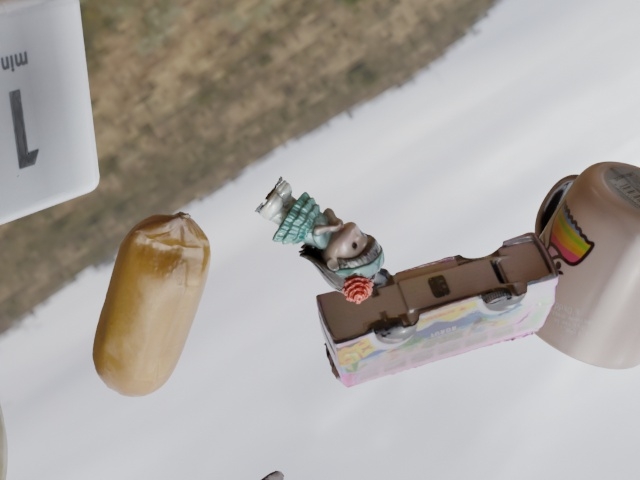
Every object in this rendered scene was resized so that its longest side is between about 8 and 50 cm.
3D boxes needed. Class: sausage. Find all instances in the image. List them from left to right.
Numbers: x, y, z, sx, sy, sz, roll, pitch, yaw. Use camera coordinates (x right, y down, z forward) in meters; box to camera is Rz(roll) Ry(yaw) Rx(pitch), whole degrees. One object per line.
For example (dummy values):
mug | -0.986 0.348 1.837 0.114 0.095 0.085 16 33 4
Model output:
sausage | -0.195 0.060 1.820 0.112 0.112 0.328 -38 160 -42

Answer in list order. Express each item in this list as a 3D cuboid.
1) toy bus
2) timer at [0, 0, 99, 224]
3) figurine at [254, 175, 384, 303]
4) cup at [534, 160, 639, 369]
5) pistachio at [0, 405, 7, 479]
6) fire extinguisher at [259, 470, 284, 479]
toy bus | 0.136 0.079 1.792 0.274 0.112 0.090 -15 -133 -7
timer | -0.336 -0.125 1.402 0.192 0.195 0.194 9 -157 36
figurine | 0.000 0.000 1.154 0.047 0.106 0.060 -50 -176 32
cup | 0.354 0.005 1.948 0.200 0.191 0.253 -67 -150 29
pistachio | -0.240 0.112 0.946 0.113 0.149 0.113 4 179 0
fire extinguisher | -0.061 0.331 1.382 0.141 0.105 0.341 -22 -151 6
